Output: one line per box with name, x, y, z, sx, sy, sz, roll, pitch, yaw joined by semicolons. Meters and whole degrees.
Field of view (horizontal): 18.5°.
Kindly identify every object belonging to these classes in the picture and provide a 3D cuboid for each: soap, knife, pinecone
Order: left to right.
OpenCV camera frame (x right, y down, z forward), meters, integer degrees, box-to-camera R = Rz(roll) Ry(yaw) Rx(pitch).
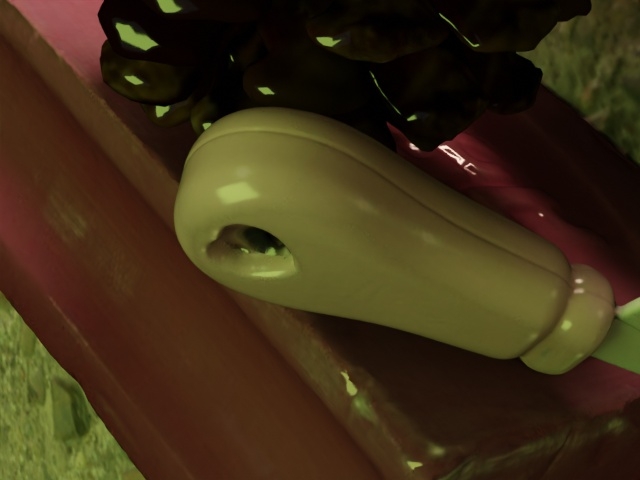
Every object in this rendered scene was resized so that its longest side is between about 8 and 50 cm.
pinecone;-0.008;-0.145;0.632;0.246;0.246;0.292;40;144;39
soap;0.000;0.000;0.800;0.359;0.233;0.128;46;130;34
knife;0.116;0.028;0.630;0.081;0.336;0.043;126;158;-56
